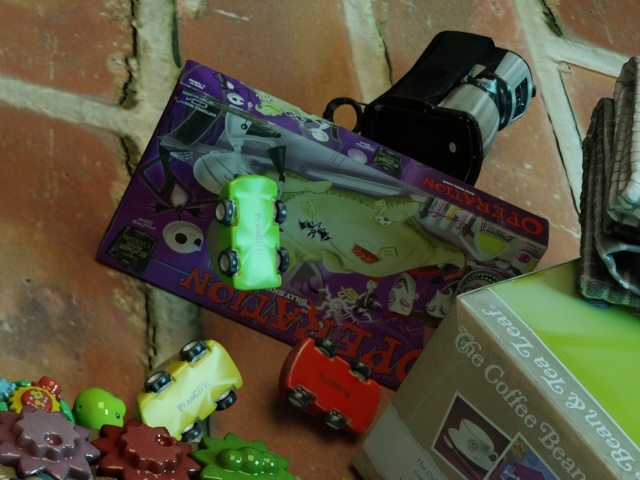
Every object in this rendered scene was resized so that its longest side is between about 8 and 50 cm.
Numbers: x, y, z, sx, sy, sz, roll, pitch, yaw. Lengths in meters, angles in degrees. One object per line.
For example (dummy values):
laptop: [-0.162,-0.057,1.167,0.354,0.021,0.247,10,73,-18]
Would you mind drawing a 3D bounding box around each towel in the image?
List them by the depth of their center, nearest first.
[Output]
towel: [0.341,-0.019,1.642,0.235,0.121,0.283,26,32,-7]

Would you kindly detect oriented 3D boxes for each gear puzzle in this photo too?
gear puzzle: [-0.076,0.190,1.403,0.339,0.044,0.175,10,30,-21]

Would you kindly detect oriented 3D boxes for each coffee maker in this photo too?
coffee maker: [0.119,-0.146,1.991,0.171,0.120,0.178,33,37,5]

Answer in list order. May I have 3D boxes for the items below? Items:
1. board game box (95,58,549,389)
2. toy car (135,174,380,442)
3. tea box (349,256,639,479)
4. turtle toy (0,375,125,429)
board game box: [0.000,0.000,1.671,0.347,0.208,0.056,23,38,-8]
toy car: [-0.061,0.058,1.611,0.239,0.053,0.225,-2,88,-35]
tea box: [0.268,0.199,1.610,0.324,0.220,0.329,-12,53,-44]
turtle toy: [-0.215,0.143,1.479,0.130,0.066,0.095,0,46,-33]
